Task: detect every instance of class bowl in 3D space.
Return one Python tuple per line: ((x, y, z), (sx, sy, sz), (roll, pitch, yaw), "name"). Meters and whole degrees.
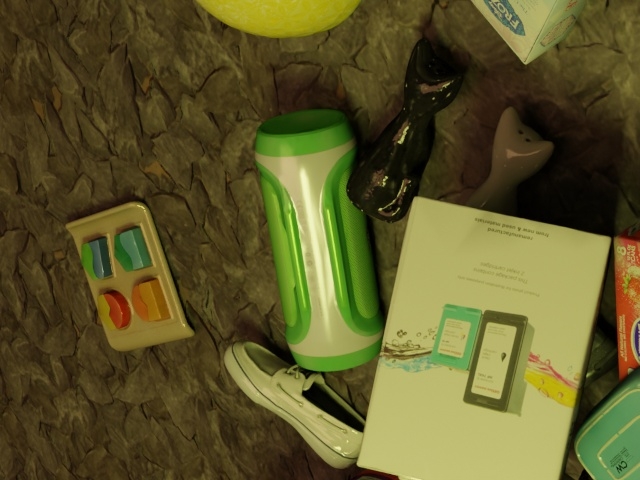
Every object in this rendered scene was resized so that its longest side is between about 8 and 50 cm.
((-0.092, -0.354, 1.860), (0.289, 0.156, 0.289), (22, 124, 37), "bowl")

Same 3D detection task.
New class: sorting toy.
((-0.278, 0.057, 2.346), (0.193, 0.038, 0.208), (-15, 99, 48), "sorting toy")

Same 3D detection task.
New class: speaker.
((0.000, 0.000, 1.967), (0.131, 0.131, 0.297), (9, 116, 43), "speaker")

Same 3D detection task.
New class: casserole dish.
((0.315, 0.198, 1.628), (0.114, 0.037, 0.188), (52, 141, 15), "casserole dish")

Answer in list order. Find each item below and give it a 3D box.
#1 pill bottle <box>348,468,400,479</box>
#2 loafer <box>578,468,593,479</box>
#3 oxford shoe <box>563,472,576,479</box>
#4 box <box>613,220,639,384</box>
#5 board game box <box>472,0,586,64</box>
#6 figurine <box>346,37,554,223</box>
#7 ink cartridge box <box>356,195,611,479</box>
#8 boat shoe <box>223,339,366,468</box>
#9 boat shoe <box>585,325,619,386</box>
((0.016, 0.412, 2.011), (0.181, 0.323, 0.181), (22, 124, 37), "pill bottle")
((0.374, 0.386, 1.795), (0.130, 0.134, 0.366), (-11, 92, 53), "loafer")
((0.239, 0.287, 1.771), (0.212, 0.076, 0.076), (51, 153, 18), "oxford shoe")
((0.379, 0.103, 1.633), (0.128, 0.122, 0.257), (14, 120, 42), "box")
((0.159, -0.373, 1.579), (0.319, 0.066, 0.318), (52, 160, 13), "board game box")
((0.148, -0.084, 1.809), (0.215, 0.092, 0.209), (40, 129, 24), "figurine")
((0.169, 0.114, 1.655), (0.197, 0.198, 0.270), (12, 89, 11), "ink cartridge box")
((-0.023, 0.194, 2.138), (0.226, 0.083, 0.076), (40, 123, 9), "boat shoe")
((0.219, 0.201, 1.854), (0.103, 0.118, 0.320), (41, 123, 14), "boat shoe")
